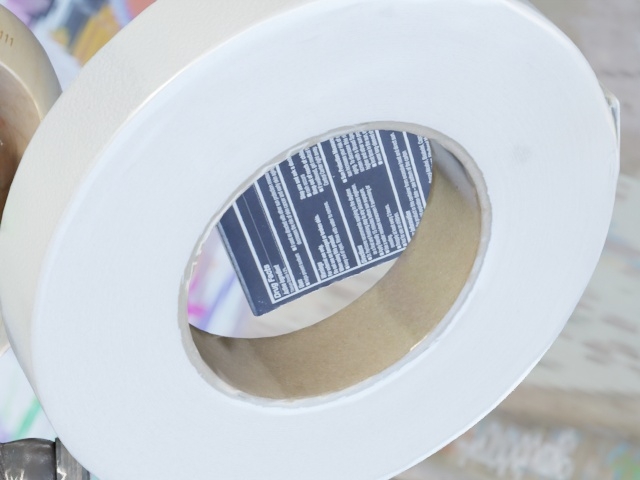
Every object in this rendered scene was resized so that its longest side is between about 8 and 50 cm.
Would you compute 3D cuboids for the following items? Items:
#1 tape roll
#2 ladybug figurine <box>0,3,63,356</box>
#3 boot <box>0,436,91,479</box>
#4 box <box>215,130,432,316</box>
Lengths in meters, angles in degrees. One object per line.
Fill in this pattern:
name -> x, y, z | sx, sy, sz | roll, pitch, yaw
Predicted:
tape roll -> 0.000, 0.000, 1.127 | 0.392, 0.392, 0.072 | 37, -170, -43
ladybug figurine -> -0.404, -0.041, 1.853 | 0.305, 0.449, 0.162 | 35, 142, -32
boot -> -0.308, 0.269, 1.557 | 0.229, 0.263, 0.091 | 1, 166, -6
box -> 0.008, -0.121, 1.878 | 0.296, 0.294, 0.183 | 71, 175, -48
